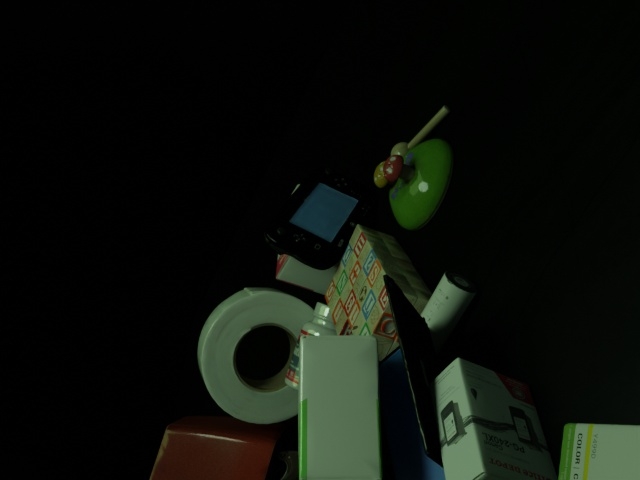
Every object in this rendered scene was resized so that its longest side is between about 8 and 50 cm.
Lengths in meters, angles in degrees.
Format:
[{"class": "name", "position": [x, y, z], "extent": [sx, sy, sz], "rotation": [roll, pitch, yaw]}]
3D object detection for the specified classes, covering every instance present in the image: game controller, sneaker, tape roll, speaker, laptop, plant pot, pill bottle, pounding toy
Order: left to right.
[{"class": "plant pot", "position": [-0.233, 0.515, 1.431], "extent": [0.267, 0.235, 0.267], "rotation": [76, -150, -82]}, {"class": "tape roll", "position": [-0.122, 0.246, 1.429], "extent": [0.100, 0.286, 0.286], "rotation": [-172, 101, -75]}, {"class": "sneaker", "position": [-0.085, 0.521, 1.370], "extent": [0.066, 0.071, 0.189], "rotation": [-138, 69, -73]}, {"class": "pill bottle", "position": [0.002, 0.224, 1.356], "extent": [0.108, 0.107, 0.180], "rotation": [-174, 103, -74]}, {"class": "game controller", "position": [0.007, -0.054, 1.424], "extent": [0.319, 0.166, 0.067], "rotation": [-56, -19, -49]}, {"class": "laptop", "position": [0.100, 0.218, 0.880], "extent": [0.136, 0.264, 0.234], "rotation": [-22, 53, 15]}, {"class": "pounding toy", "position": [0.160, -0.142, 1.253], "extent": [0.183, 0.110, 0.237], "rotation": [128, 155, -49]}, {"class": "speaker", "position": [0.178, 0.116, 0.985], "extent": [0.055, 0.055, 0.136], "rotation": [-103, 35, -62]}]

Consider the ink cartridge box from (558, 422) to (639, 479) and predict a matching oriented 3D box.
[{"class": "ink cartridge box", "position": [0.278, 0.227, 0.441], "extent": [0.255, 0.096, 0.189], "rotation": [144, 142, -66]}]

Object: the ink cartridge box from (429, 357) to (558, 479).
[{"class": "ink cartridge box", "position": [0.189, 0.219, 0.723], "extent": [0.063, 0.109, 0.151], "rotation": [-54, 22, 33]}]

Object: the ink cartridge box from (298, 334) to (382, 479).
[{"class": "ink cartridge box", "position": [0.023, 0.277, 1.003], "extent": [0.273, 0.114, 0.199], "rotation": [94, 176, -65]}]

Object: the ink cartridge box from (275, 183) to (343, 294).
[{"class": "ink cartridge box", "position": [0.000, 0.000, 1.510], "extent": [0.237, 0.171, 0.100], "rotation": [-87, 22, -47]}]

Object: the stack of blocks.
[{"class": "stack of blocks", "position": [0.100, 0.109, 1.199], "extent": [0.297, 0.087, 0.171], "rotation": [-112, 43, -67]}]
